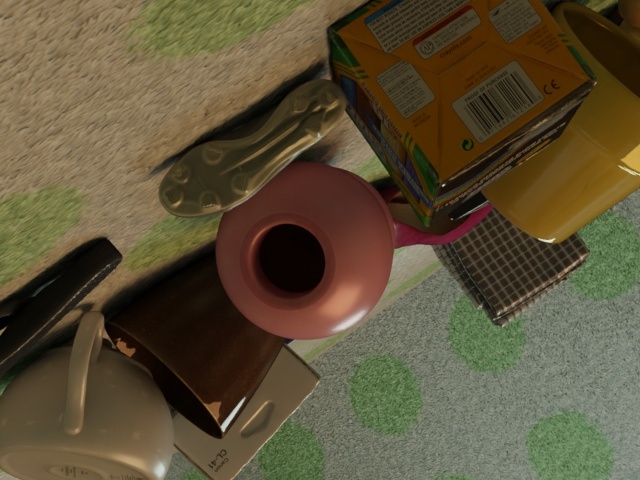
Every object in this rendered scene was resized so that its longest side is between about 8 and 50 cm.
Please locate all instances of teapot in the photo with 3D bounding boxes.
[{"bbox_3d":[-0.300,0.212,1.700,0.256,0.187,0.252,-14,148,38],"label":"teapot"}]

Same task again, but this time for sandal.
[{"bbox_3d":[-0.316,0.084,1.381,0.254,0.054,0.097,-43,179,-2],"label":"sandal"}]

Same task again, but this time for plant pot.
[{"bbox_3d":[0.325,-0.135,1.683,0.239,0.254,0.254,-50,165,27],"label":"plant pot"},{"bbox_3d":[-0.128,0.106,1.747,0.230,0.215,0.215,-45,175,-18],"label":"plant pot"}]

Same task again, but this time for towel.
[{"bbox_3d":[0.340,-0.011,2.460,0.235,0.284,0.121,-32,170,-19],"label":"towel"}]

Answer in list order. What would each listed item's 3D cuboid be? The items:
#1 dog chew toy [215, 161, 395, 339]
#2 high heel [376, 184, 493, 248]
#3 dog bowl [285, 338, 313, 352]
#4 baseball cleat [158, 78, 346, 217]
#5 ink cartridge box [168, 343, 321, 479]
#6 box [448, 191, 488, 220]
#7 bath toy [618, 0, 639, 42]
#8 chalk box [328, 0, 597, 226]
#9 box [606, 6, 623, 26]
[{"bbox_3d":[0.000,0.000,1.590,0.206,0.207,0.332,-36,179,16],"label":"dog chew toy"},{"bbox_3d":[0.193,-0.057,2.145,0.377,0.127,0.181,-24,178,-33],"label":"high heel"},{"bbox_3d":[-0.033,0.130,2.476,0.265,0.104,0.265,-33,172,-6],"label":"dog bowl"},{"bbox_3d":[-0.061,-0.083,1.288,0.205,0.072,0.109,-30,178,0],"label":"baseball cleat"},{"bbox_3d":[-0.131,0.242,2.050,0.226,0.131,0.306,-48,-177,-7],"label":"ink cartridge box"},{"bbox_3d":[0.389,-0.171,2.057,0.318,0.097,0.395,-29,176,35],"label":"box"},{"bbox_3d":[0.473,-0.341,1.651,0.151,0.129,0.348,4,161,-4],"label":"bath toy"},{"bbox_3d":[0.130,-0.143,1.304,0.180,0.179,0.289,-34,173,-4],"label":"chalk box"},{"bbox_3d":[0.509,-0.380,1.899,0.164,0.021,0.201,-29,170,-26],"label":"box"}]
